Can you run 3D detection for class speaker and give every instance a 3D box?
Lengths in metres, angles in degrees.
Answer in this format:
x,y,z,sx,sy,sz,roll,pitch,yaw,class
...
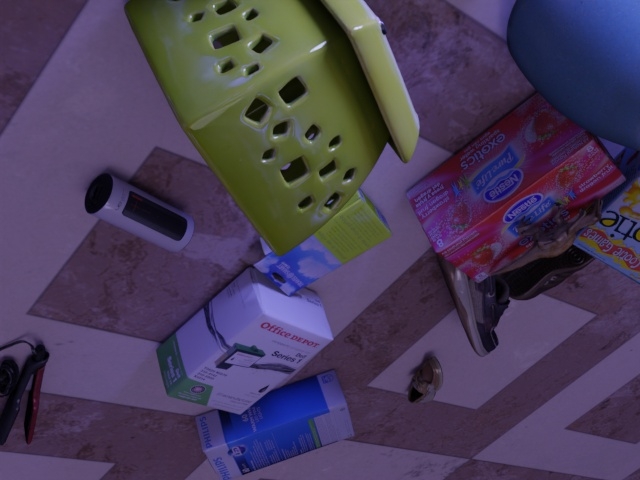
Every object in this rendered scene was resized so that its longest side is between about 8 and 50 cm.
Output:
x,y,z,sx,sy,sz,roll,pitch,yaw,class
-0.224,-0.033,1.081,0.055,0.055,0.136,-39,138,20,speaker

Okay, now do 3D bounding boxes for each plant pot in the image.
x,y,z,sx,sy,sz,roll,pitch,yaw,class
0.386,-0.215,0.999,0.290,0.195,0.290,-14,152,-8,plant pot
-0.037,-0.160,0.893,0.207,0.228,0.227,-30,140,1,plant pot

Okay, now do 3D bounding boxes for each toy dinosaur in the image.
x,y,z,sx,sy,sz,roll,pitch,yaw,class
0.303,0.003,1.169,0.183,0.053,0.092,-35,143,15,toy dinosaur

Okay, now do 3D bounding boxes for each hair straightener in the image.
x,y,z,sx,sy,sz,roll,pitch,yaw,class
-0.454,0.225,1.279,0.089,0.047,0.230,3,135,-28,hair straightener

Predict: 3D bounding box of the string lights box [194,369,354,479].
x,y,z,sx,sy,sz,roll,pitch,yaw,class
-0.078,0.333,1.554,0.260,0.076,0.133,-18,141,-5,string lights box

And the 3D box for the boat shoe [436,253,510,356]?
x,y,z,sx,sy,sz,roll,pitch,yaw,class
0.263,0.093,1.417,0.092,0.103,0.285,-21,136,7,boat shoe

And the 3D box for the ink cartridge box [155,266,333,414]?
x,y,z,sx,sy,sz,roll,pitch,yaw,class
-0.114,0.156,1.320,0.219,0.092,0.160,-41,138,23,ink cartridge box

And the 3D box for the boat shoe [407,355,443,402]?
x,y,z,sx,sy,sz,roll,pitch,yaw,class
0.193,0.266,1.623,0.045,0.050,0.135,-14,141,-18,boat shoe

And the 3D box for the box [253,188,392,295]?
x,y,z,sx,sy,sz,roll,pitch,yaw,class
0.000,0.000,1.231,0.178,0.042,0.109,-31,140,12,box

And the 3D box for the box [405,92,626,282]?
x,y,z,sx,sy,sz,roll,pitch,yaw,class
0.266,-0.074,1.204,0.257,0.122,0.128,-37,139,19,box

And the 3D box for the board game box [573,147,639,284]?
x,y,z,sx,sy,sz,roll,pitch,yaw,class
0.496,-0.081,1.210,0.142,0.144,0.275,31,140,-1,board game box

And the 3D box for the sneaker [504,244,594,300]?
x,y,z,sx,sy,sz,roll,pitch,yaw,class
0.394,0.038,1.456,0.188,0.066,0.071,-32,157,21,sneaker
